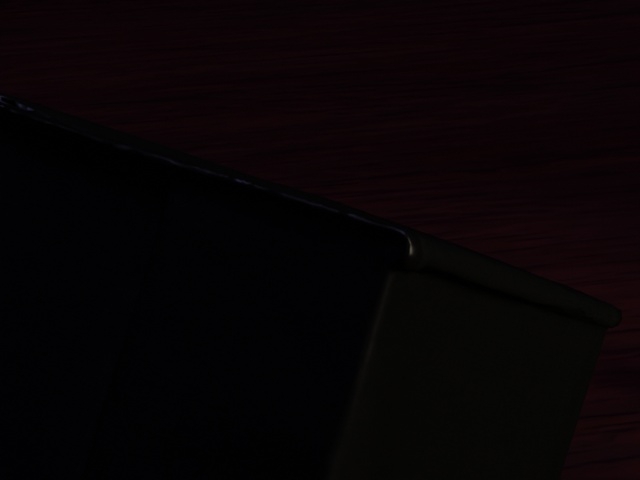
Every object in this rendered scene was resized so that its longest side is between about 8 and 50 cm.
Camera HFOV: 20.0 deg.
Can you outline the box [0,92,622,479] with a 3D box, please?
[{"bbox_3d":[-0.027,0.076,0.941,0.251,0.204,0.345,19,1,26],"label":"box"}]
